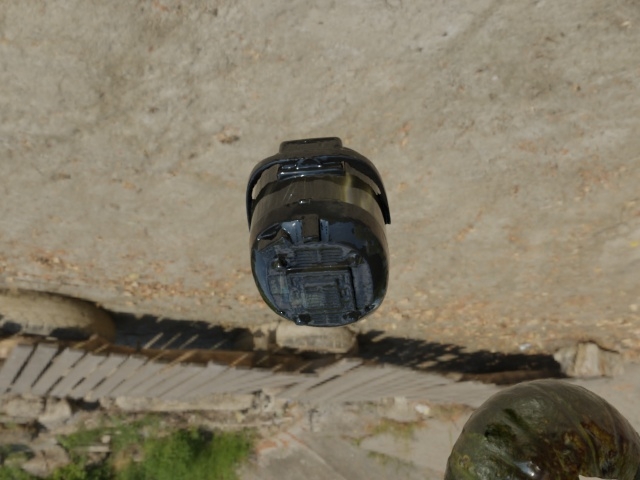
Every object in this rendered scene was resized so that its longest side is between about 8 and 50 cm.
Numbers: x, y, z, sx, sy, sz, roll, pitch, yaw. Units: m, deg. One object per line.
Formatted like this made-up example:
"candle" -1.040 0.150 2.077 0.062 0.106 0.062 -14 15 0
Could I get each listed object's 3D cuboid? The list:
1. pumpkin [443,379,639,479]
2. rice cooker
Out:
"pumpkin" 0.173 0.181 0.527 0.107 0.183 0.119 59 162 -22
"rice cooker" 0.000 0.000 0.501 0.112 0.106 0.165 -5 146 6
